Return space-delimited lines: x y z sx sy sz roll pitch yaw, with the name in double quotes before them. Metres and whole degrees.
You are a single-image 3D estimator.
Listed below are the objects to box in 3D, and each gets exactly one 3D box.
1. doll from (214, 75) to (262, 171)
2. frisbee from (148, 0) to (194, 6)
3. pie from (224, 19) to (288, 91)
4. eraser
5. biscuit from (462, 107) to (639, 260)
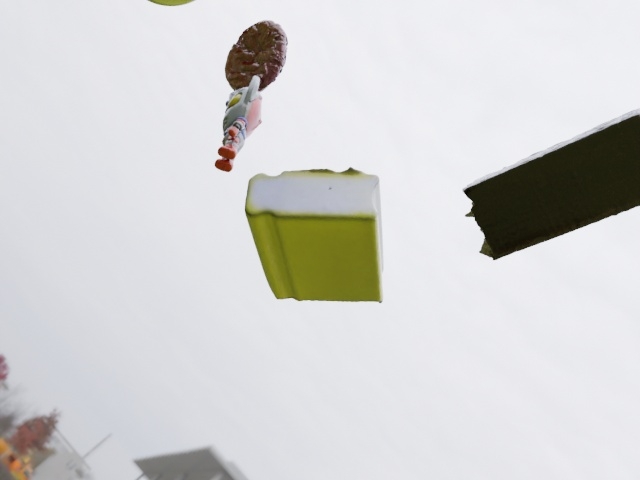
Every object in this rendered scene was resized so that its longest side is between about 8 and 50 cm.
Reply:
"doll" -0.126 -0.185 1.237 0.062 0.194 0.104 6 -43 8
"frisbee" -0.295 -0.589 1.614 0.017 0.236 0.236 54 -17 42
"pie" -0.125 -0.351 1.516 0.154 0.154 0.036 27 2 40
"eraser" 0.000 0.000 0.999 0.158 0.069 0.226 3 -32 8
"biscuit" 0.298 -0.064 0.972 0.252 0.070 0.106 -25 -88 31
